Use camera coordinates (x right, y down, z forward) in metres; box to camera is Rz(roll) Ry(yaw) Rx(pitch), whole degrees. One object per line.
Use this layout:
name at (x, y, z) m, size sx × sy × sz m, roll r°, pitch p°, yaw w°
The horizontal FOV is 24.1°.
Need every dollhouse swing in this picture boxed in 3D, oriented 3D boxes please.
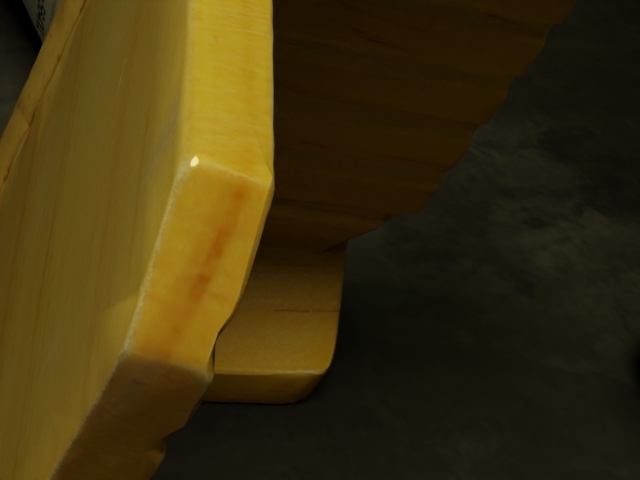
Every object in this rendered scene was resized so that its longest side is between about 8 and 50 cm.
dollhouse swing at (0.000, 0.000, 0.628) m, size 0.315 × 0.347 × 0.305 m, roll 6°, pitch 46°, yaw -30°

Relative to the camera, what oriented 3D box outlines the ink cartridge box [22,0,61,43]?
ink cartridge box at (-0.144, -0.197, 0.904) m, size 0.086 × 0.148 × 0.203 m, roll -23°, pitch 79°, yaw -20°
